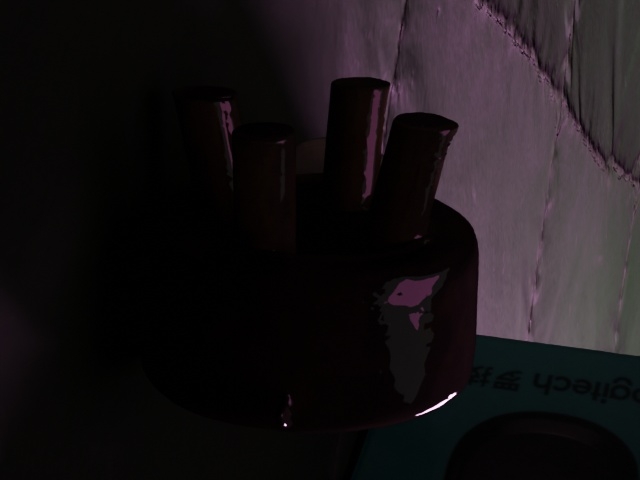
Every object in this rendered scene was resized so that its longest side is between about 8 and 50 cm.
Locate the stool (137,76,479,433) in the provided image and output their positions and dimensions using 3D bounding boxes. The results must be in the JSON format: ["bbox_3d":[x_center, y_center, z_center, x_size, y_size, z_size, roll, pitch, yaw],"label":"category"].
[{"bbox_3d":[0.000,0.000,0.717,0.217,0.125,0.121,-58,150,-73],"label":"stool"}]

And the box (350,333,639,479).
[{"bbox_3d":[0.104,0.202,0.986,0.118,0.205,0.311,76,27,-46],"label":"box"}]
